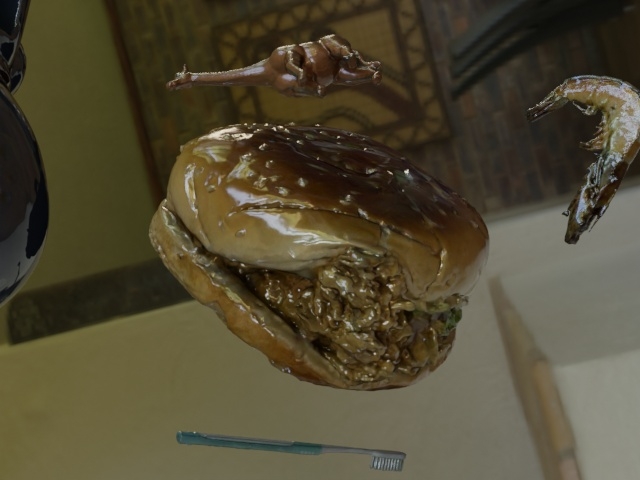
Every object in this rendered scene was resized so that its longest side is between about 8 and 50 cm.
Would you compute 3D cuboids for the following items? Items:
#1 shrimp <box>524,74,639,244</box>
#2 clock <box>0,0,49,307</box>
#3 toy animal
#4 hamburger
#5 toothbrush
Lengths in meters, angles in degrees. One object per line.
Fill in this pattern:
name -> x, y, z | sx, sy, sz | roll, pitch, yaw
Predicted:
shrimp -> 0.289, -0.101, 1.312 | 0.035, 0.147, 0.195 | 20, -84, -57
clock -> -0.207, -0.071, 0.538 | 0.199, 0.146, 0.244 | 23, -118, -59
toy animal -> -0.059, -0.204, 1.393 | 0.229, 0.224, 0.066 | 33, 139, 59
hamburger -> 0.000, 0.000, 0.824 | 0.286, 0.243, 0.146 | -84, 14, -68
toothbrush -> -0.017, 0.142, 0.766 | 0.011, 0.167, 0.014 | -170, 90, -68
